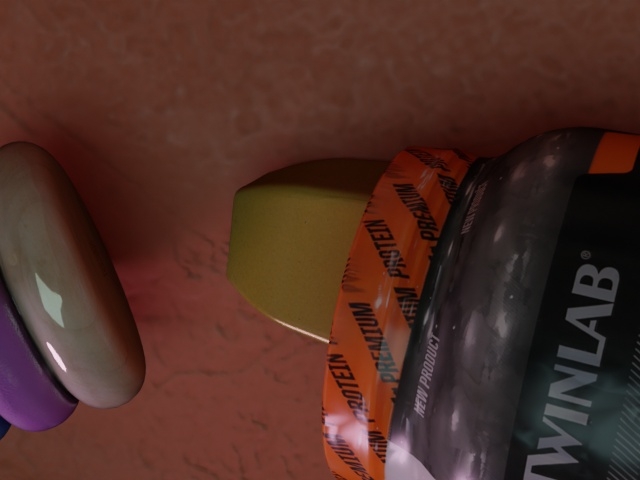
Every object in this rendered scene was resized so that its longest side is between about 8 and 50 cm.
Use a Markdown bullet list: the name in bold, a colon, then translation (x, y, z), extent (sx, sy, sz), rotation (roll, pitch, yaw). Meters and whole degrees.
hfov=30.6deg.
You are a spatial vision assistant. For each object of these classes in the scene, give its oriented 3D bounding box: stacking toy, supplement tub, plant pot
- **stacking toy**: translation (-0.261, 0.074, 0.569), extent (0.330, 0.141, 0.141), rotation (-23, 104, -4)
- **supplement tub**: translation (0.185, 0.067, 0.502), extent (0.338, 0.207, 0.207), rotation (11, 109, 17)
- **plant pot**: translation (0.000, 0.000, 0.591), extent (0.083, 0.081, 0.081), rotation (13, 109, 17)
